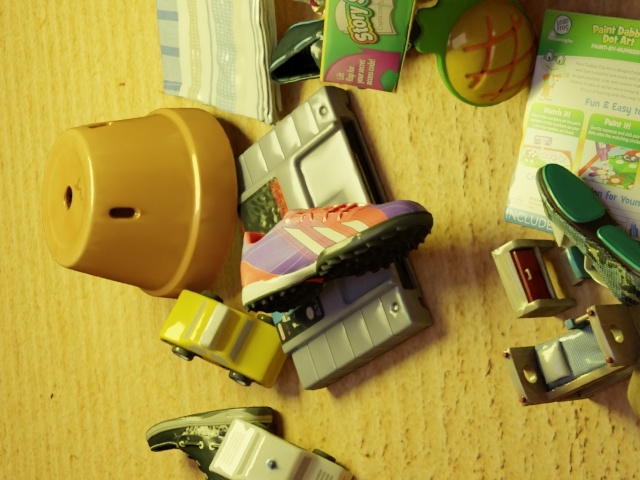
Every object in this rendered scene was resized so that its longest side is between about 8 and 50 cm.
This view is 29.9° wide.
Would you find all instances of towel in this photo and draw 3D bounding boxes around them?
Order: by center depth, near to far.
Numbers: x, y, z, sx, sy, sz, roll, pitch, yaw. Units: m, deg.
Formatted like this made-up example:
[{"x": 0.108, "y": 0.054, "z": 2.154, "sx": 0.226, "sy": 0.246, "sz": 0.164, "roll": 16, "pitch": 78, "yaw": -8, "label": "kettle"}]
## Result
[{"x": -0.156, "y": -0.288, "z": 1.747, "sx": 0.285, "sy": 0.034, "sz": 0.209, "roll": 22, "pitch": 122, "yaw": 47, "label": "towel"}]

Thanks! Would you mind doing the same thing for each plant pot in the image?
[{"x": -0.279, "y": -0.058, "z": 1.759, "sx": 0.291, "sy": 0.203, "sz": 0.291, "roll": -5, "pitch": 84, "yaw": 57, "label": "plant pot"}]

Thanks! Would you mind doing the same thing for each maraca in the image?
[{"x": 0.178, "y": -0.225, "z": 1.358, "sx": 0.127, "sy": 0.186, "sz": 0.099, "roll": -56, "pitch": 40, "yaw": 0, "label": "maraca"}]

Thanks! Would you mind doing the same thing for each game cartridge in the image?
[{"x": 0.000, "y": 0.000, "z": 1.619, "sx": 0.230, "sy": 0.068, "sz": 0.355, "roll": -34, "pitch": 66, "yaw": 35, "label": "game cartridge"}]

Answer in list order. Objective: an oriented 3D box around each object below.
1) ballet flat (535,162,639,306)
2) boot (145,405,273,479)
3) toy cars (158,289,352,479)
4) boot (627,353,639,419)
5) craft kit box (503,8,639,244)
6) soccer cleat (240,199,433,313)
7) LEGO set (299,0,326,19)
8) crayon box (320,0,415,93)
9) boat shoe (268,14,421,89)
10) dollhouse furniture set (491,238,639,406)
[{"x": 0.282, "y": -0.002, "z": 1.263, "sx": 0.188, "sy": 0.070, "sz": 0.070, "roll": 54, "pitch": 124, "yaw": 35, "label": "ballet flat"}, {"x": -0.158, "y": 0.340, "z": 1.740, "sx": 0.236, "sy": 0.085, "sz": 0.178, "roll": -17, "pitch": 76, "yaw": 36, "label": "boot"}, {"x": -0.100, "y": 0.216, "z": 1.634, "sx": 0.176, "sy": 0.087, "sz": 0.393, "roll": -25, "pitch": 66, "yaw": 0, "label": "toy cars"}, {"x": 0.386, "y": 0.046, "z": 1.174, "sx": 0.305, "sy": 0.112, "sz": 0.115, "roll": -64, "pitch": 17, "yaw": -6, "label": "boot"}, {"x": 0.330, "y": -0.114, "z": 1.295, "sx": 0.250, "sy": 0.061, "sz": 0.246, "roll": 19, "pitch": 105, "yaw": 43, "label": "craft kit box"}, {"x": 0.007, "y": -0.004, "z": 1.504, "sx": 0.318, "sy": 0.109, "sz": 0.116, "roll": -27, "pitch": 66, "yaw": 43, "label": "soccer cleat"}, {"x": 0.009, "y": -0.349, "z": 1.581, "sx": 0.287, "sy": 0.107, "sz": 0.132, "roll": 39, "pitch": 116, "yaw": 38, "label": "LEGO set"}, {"x": 0.078, "y": -0.389, "z": 1.305, "sx": 0.363, "sy": 0.106, "sz": 0.313, "roll": 95, "pitch": -176, "yaw": -67, "label": "crayon box"}, {"x": 0.031, "y": -0.239, "z": 1.559, "sx": 0.258, "sy": 0.109, "sz": 0.089, "roll": -9, "pitch": 44, "yaw": 56, "label": "boat shoe"}, {"x": 0.268, "y": 0.068, "z": 1.298, "sx": 0.129, "sy": 0.129, "sz": 0.183, "roll": -34, "pitch": 66, "yaw": 39, "label": "dollhouse furniture set"}]
